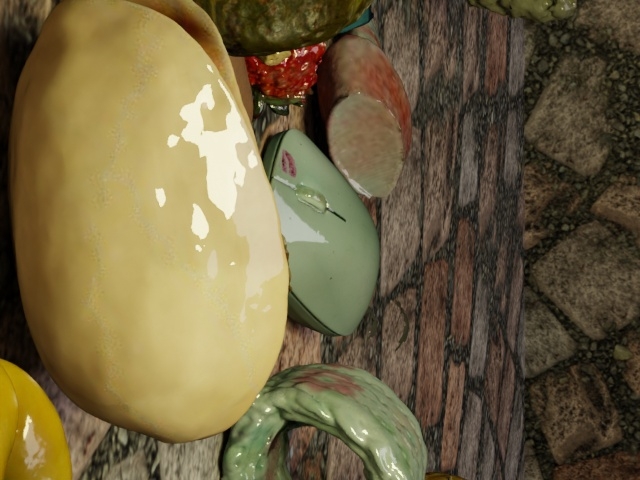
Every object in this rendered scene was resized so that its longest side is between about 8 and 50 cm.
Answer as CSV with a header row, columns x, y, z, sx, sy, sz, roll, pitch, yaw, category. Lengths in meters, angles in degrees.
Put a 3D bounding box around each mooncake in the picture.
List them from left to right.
x,y,z,sx,sy,sz,roll,pitch,yaw,category
0.051,0.005,1.951,0.150,0.057,0.347,-67,154,-18,mooncake

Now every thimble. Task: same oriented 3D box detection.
x,y,z,sx,sy,sz,roll,pitch,yaw,category
0.000,0.218,1.562,0.211,0.185,0.149,58,15,1,thimble

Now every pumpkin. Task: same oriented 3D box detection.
x,y,z,sx,sy,sz,roll,pitch,yaw,category
-0.046,-0.204,1.151,0.219,0.219,0.162,-64,149,-56,pumpkin

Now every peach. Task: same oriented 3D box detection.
x,y,z,sx,sy,sz,roll,pitch,yaw,category
-0.204,0.142,0.888,0.179,0.103,0.179,1,90,-76,peach

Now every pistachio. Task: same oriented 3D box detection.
x,y,z,sx,sy,sz,roll,pitch,yaw,category
-0.110,-0.014,1.048,0.187,0.187,0.299,-41,128,-70,pistachio

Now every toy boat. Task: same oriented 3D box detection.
x,y,z,sx,sy,sz,roll,pitch,yaw,category
0.048,-0.191,1.811,0.206,0.096,0.282,64,15,-44,toy boat

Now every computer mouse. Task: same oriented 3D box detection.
x,y,z,sx,sy,sz,roll,pitch,yaw,category
0.006,0.001,1.676,0.288,0.097,0.160,65,34,-63,computer mouse

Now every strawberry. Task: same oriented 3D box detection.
x,y,z,sx,sy,sz,roll,pitch,yaw,category
-0.034,-0.208,1.494,0.140,0.085,0.192,64,31,-59,strawberry

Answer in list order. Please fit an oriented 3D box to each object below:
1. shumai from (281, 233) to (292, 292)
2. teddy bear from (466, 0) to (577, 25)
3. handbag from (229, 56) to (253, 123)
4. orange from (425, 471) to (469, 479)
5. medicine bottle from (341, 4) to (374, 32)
x,y,z,sx,sy,sz,roll,pitch,yaw,category
-0.083,0.009,1.332,0.123,0.105,0.139,-50,133,-70,shumai
0.234,-0.508,2.217,0.357,0.224,0.368,-89,173,-62,teddy bear
-0.115,-0.096,1.236,0.193,0.072,0.151,-68,157,-45,handbag
0.140,0.418,1.842,0.249,0.329,0.329,-33,127,-52,orange
0.003,-0.319,1.613,0.124,0.079,0.258,-64,153,-58,medicine bottle
